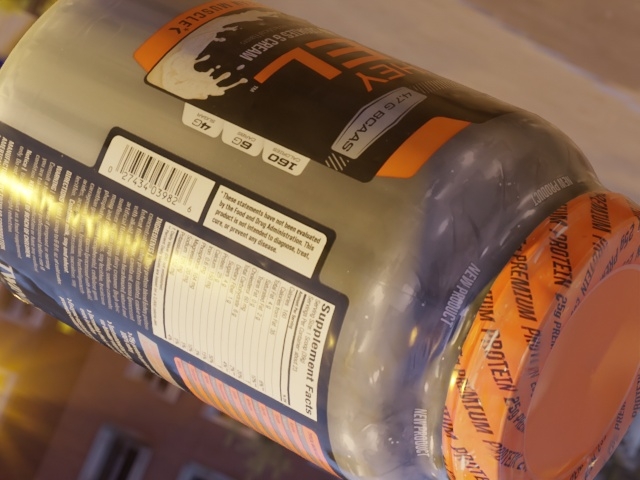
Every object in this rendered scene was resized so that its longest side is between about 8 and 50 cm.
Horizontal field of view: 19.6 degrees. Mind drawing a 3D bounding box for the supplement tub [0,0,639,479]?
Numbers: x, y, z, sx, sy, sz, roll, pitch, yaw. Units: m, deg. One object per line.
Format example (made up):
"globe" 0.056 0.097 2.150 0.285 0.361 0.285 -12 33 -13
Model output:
"supplement tub" 0.000 0.000 0.897 0.316 0.193 0.193 26 -179 30
